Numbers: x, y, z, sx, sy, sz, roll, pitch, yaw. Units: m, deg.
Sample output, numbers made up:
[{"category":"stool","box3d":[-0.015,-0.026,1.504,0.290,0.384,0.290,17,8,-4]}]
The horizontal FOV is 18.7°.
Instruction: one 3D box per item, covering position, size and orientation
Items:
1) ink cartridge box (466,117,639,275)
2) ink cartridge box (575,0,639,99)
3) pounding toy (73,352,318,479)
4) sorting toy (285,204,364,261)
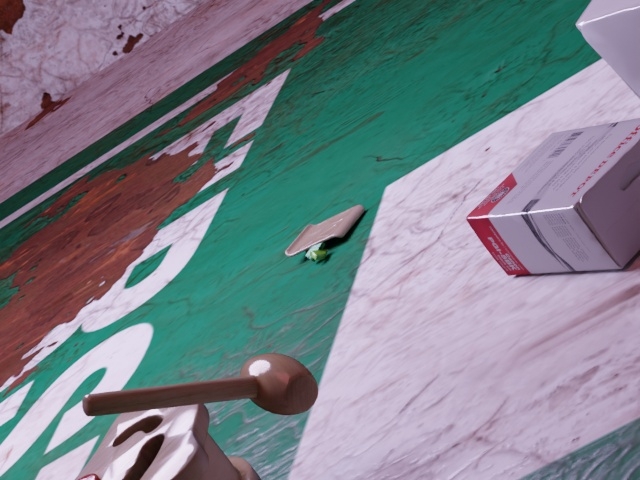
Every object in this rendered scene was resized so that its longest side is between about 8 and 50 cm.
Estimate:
[{"category":"ink cartridge box","box3d":[0.175,-0.028,1.284,0.099,0.056,0.135,-43,16,-21]},{"category":"ink cartridge box","box3d":[0.333,-0.223,1.332,0.207,0.117,0.283,-12,38,57]},{"category":"pounding toy","box3d":[-0.133,0.151,1.240,0.269,0.155,0.154,-39,20,-10]},{"category":"sorting toy","box3d":[0.000,0.000,1.679,0.062,0.012,0.083,-20,18,34]}]
